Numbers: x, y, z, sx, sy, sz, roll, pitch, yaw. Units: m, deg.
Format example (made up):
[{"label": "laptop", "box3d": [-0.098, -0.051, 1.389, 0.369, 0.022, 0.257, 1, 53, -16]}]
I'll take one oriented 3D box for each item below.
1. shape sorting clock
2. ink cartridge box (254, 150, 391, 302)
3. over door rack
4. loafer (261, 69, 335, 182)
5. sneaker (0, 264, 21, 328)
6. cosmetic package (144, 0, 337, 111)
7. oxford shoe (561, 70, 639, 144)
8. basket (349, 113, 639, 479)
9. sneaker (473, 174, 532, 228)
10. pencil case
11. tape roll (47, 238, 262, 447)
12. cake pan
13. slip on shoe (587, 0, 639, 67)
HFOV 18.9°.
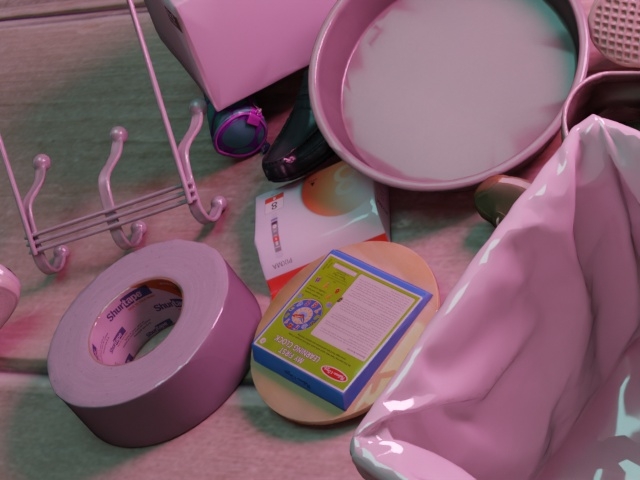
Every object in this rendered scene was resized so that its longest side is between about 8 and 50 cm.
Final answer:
[{"label": "shape sorting clock", "box3d": [0.024, 0.089, 1.853, 0.206, 0.040, 0.206, -18, 44, 19]}, {"label": "ink cartridge box", "box3d": [0.000, 0.000, 1.965, 0.145, 0.045, 0.179, -22, 37, 20]}, {"label": "over door rack", "box3d": [-0.260, -0.146, 2.128, 0.240, 0.324, 0.108, -17, 11, 25]}, {"label": "loafer", "box3d": [0.001, -0.148, 2.064, 0.076, 0.078, 0.223, -1, 40, 45]}, {"label": "sneaker", "box3d": [-0.434, 0.147, 2.114, 0.292, 0.110, 0.118, -44, 45, 4]}, {"label": "cosmetic package", "box3d": [-0.010, -0.328, 2.170, 0.385, 0.156, 0.217, -28, 37, -5]}, {"label": "oxford shoe", "box3d": [0.391, -0.079, 1.671, 0.449, 0.130, 0.169, 5, 52, 40]}, {"label": "basket", "box3d": [0.257, 0.149, 1.370, 0.328, 0.266, 0.331, 26, 68, 32]}, {"label": "sneaker", "box3d": [0.197, 0.000, 1.789, 0.086, 0.064, 0.192, -46, 41, -20]}, {"label": "pencil case", "box3d": [-0.098, -0.158, 2.190, 0.070, 0.064, 0.151, -40, 35, 19]}, {"label": "tape roll", "box3d": [-0.171, 0.103, 1.967, 0.219, 0.072, 0.219, -22, 41, 20]}, {"label": "cake pan", "box3d": [0.133, -0.173, 1.955, 0.293, 0.054, 0.293, -7, 65, 16]}, {"label": "slip on shoe", "box3d": [0.416, -0.276, 1.889, 0.331, 0.123, 0.101, -33, 4, 14]}]
